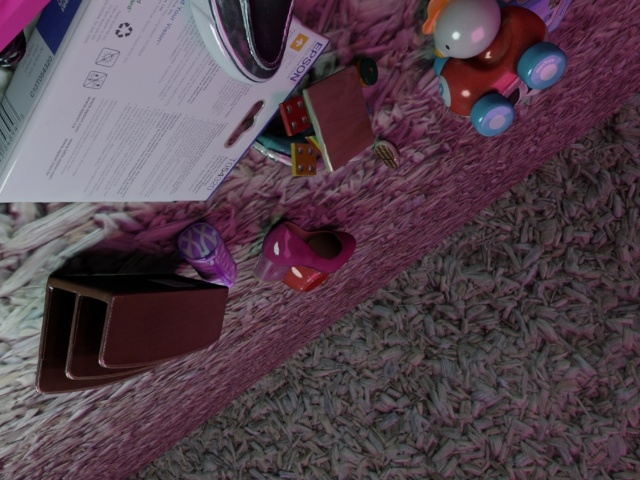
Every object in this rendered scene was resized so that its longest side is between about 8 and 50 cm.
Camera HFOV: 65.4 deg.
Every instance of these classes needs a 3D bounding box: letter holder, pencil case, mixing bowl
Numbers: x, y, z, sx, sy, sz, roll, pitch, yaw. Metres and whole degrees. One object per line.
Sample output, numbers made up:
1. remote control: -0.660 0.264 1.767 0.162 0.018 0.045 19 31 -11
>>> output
1. letter holder: -0.332 0.179 0.918 0.302 0.152 0.214 7 92 -64
2. pencil case: -0.224 0.036 1.024 0.086 0.088 0.206 -44 165 -12
3. mixing bowl: -0.037 0.088 1.479 0.182 0.098 0.181 -33 162 -12

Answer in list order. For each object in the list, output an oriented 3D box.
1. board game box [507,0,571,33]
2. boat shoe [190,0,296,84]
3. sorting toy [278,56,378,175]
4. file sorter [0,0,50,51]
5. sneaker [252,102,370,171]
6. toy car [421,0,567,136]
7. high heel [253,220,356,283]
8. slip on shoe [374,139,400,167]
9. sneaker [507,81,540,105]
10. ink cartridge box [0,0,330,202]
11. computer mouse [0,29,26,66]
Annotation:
1. board game box: 0.450 -0.474 1.072 0.212 0.039 0.160 -34 162 -8
2. boat shoe: -0.048 -0.269 0.432 0.108 0.102 0.301 -42 149 -37
3. sorting toy: 0.016 -0.190 0.791 0.046 0.132 0.274 2 -149 39
4. file sorter: -0.283 -0.173 0.230 0.291 0.202 0.182 -39 159 9
5. sneaker: -0.009 -0.195 0.879 0.275 0.107 0.109 -24 139 -46
6. toy car: 0.254 -0.345 0.871 0.238 0.219 0.210 20 127 -34
7. high heel: 0.000 0.000 1.303 0.377 0.127 0.181 -22 151 -48
8. slip on shoe: 0.165 -0.216 1.194 0.135 0.052 0.041 32 70 -62
9. sneaker: 0.461 -0.395 1.184 0.331 0.122 0.146 -30 156 -44
10. ink cartridge box: -0.185 -0.176 0.607 0.324 0.071 0.330 -46 163 25
11. computer mouse: -0.291 -0.104 0.394 0.262 0.184 0.060 -44 140 21
